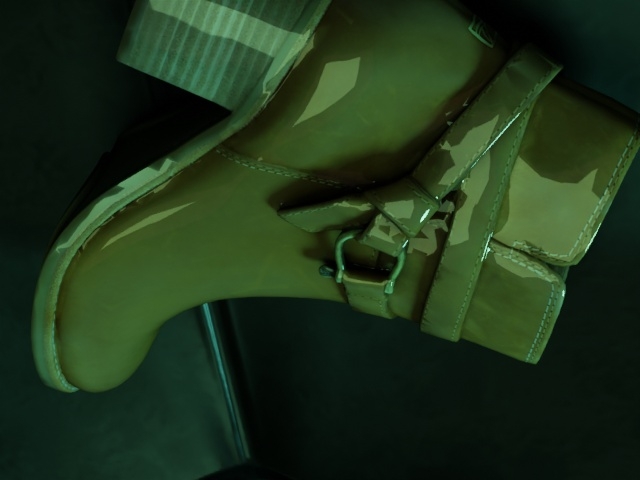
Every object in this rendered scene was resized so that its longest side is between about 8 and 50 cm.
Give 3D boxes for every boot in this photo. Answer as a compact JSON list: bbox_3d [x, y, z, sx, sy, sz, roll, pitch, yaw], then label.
[{"bbox_3d":[0.000,0.000,0.798,0.220,0.109,0.283,24,122,-1],"label":"boot"}]
